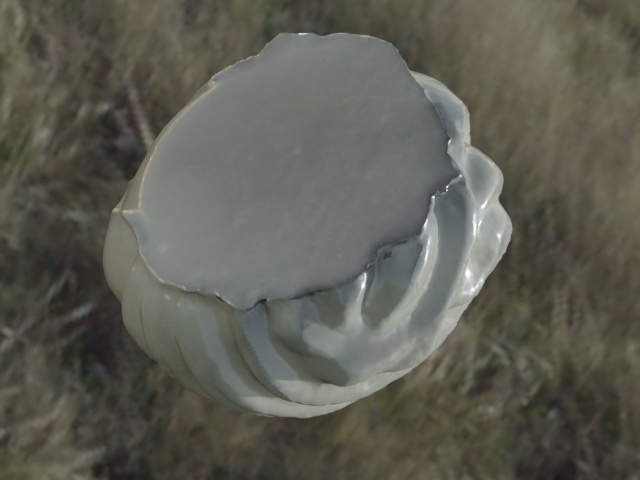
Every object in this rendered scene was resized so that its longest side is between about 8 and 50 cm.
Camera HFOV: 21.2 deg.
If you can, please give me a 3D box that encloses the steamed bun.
[{"bbox_3d":[0.000,0.000,0.755,0.183,0.183,0.106,58,-2,40],"label":"steamed bun"}]
